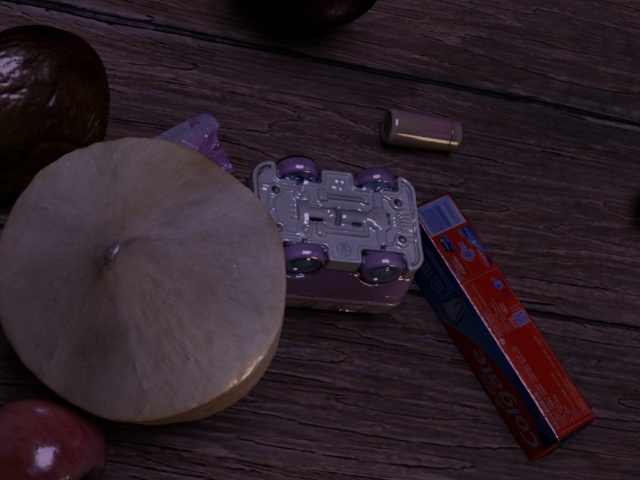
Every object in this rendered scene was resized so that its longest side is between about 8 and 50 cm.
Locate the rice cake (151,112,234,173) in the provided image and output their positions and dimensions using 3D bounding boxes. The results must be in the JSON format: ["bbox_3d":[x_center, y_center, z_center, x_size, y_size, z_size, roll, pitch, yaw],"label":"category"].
[{"bbox_3d":[-0.218,-0.054,1.882,0.290,0.051,0.081,-33,78,-32],"label":"rice cake"}]

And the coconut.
[{"bbox_3d":[-0.178,0.042,1.677,0.329,0.329,0.328,9,60,-17],"label":"coconut"}]

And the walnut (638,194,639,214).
[{"bbox_3d":[0.449,-0.049,2.126,0.092,0.092,0.092,9,60,-17],"label":"walnut"}]

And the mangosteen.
[{"bbox_3d":[-0.012,-0.346,2.036,0.210,0.210,0.210,9,60,-17],"label":"mangosteen"}]

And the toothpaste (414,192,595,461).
[{"bbox_3d":[0.197,0.099,1.948,0.066,0.076,0.320,-23,73,-30],"label":"toothpaste"}]

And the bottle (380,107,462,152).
[{"bbox_3d":[0.125,-0.135,2.066,0.096,0.045,0.045,8,61,-20],"label":"bottle"}]

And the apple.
[{"bbox_3d":[-0.284,0.225,1.650,0.120,0.153,0.153,27,54,17],"label":"apple"}]

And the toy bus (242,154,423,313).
[{"bbox_3d":[0.000,0.000,1.884,0.202,0.142,0.142,7,61,-19],"label":"toy bus"}]

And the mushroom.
[{"bbox_3d":[-0.323,-0.129,1.799,0.231,0.194,0.138,-32,77,-21],"label":"mushroom"}]
